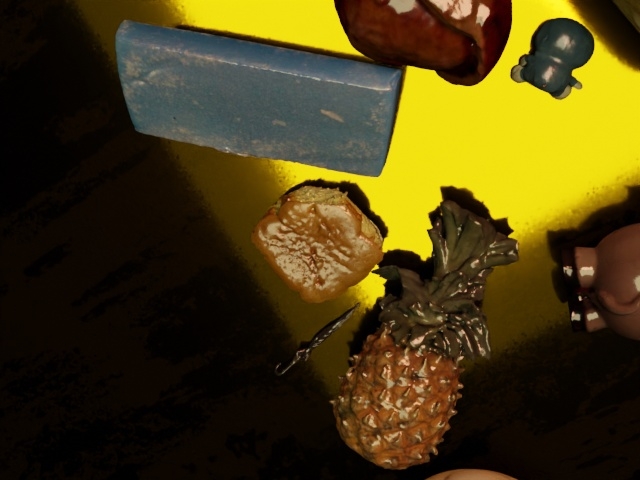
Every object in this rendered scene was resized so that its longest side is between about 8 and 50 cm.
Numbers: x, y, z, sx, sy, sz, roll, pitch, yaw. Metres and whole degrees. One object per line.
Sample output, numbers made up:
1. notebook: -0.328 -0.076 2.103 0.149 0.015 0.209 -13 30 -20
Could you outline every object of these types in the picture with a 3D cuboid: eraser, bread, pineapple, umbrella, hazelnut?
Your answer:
1. eraser: -0.072 -0.155 0.813 0.311 0.043 0.144 12 144 5
2. bread: 0.000 0.000 0.871 0.128 0.069 0.140 -41 97 16
3. pineapple: 0.118 0.106 0.855 0.170 0.141 0.310 29 102 26
4. umbrella: -0.003 0.131 0.934 0.148 0.022 0.022 -39 134 16
5. hazelnut: 0.101 -0.241 0.731 0.160 0.170 0.202 -40 86 18

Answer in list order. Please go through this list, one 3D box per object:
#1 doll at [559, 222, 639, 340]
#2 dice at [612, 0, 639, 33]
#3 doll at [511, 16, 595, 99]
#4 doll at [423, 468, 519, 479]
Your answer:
1. doll: 0.402 0.044 0.793 0.257 0.117 0.182 -11 104 13
2. dice: 0.378 -0.301 0.630 0.252 0.250 0.254 -41 95 17
3. doll: 0.261 -0.197 0.785 0.076 0.050 0.083 25 106 -3
4. doll: 0.184 0.403 0.883 0.250 0.221 0.221 -1 106 9
